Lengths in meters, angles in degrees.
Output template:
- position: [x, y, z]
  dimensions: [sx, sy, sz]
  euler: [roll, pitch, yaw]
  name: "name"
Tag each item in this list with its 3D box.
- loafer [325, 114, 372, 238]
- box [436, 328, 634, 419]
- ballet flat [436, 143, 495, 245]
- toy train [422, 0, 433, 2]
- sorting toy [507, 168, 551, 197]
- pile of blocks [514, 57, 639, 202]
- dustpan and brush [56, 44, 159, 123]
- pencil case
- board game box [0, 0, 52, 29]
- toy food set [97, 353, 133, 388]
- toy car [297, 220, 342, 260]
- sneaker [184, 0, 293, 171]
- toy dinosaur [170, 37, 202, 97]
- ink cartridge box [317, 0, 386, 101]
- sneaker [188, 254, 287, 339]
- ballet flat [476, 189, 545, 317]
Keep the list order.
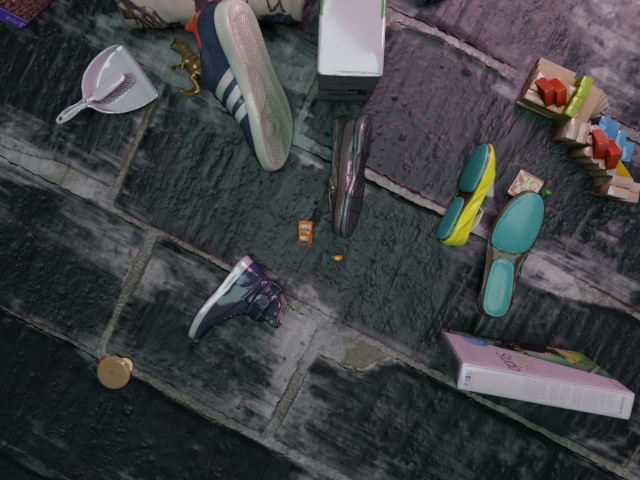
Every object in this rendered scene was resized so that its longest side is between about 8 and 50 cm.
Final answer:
- position: [0.051, -0.140, 1.115]
  dimensions: [0.084, 0.096, 0.268]
  euler: [10, 90, 22]
  name: "loafer"
- position: [0.419, 0.263, 1.054]
  dimensions: [0.321, 0.232, 0.059]
  euler: [11, 97, 2]
  name: "box"
- position: [0.328, -0.091, 1.109]
  dimensions: [0.077, 0.077, 0.231]
  euler: [20, 100, -20]
  name: "ballet flat"
- position: [0.277, -0.570, 1.055]
  dimensions: [0.184, 0.080, 0.105]
  euler: [-22, 103, 3]
  name: "toy train"
- position: [0.459, -0.109, 1.122]
  dimensions: [0.083, 0.012, 0.062]
  euler: [30, 92, 3]
  name: "sorting toy"
- position: [0.563, -0.229, 1.054]
  dimensions: [0.149, 0.112, 0.362]
  euler: [-40, 93, 7]
  name: "pile of blocks"
- position: [-0.486, -0.319, 1.130]
  dimensions: [0.211, 0.060, 0.147]
  euler: [-35, 93, 6]
  name: "dustpan and brush"
- position: [-0.214, -0.532, 1.043]
  dimensions: [0.410, 0.160, 0.184]
  euler: [0, 112, 4]
  name: "pencil case"
- position: [-0.609, -0.600, 1.023]
  dimensions: [0.291, 0.232, 0.141]
  euler: [-38, 93, 7]
  name: "board game box"
- position: [-0.489, 0.310, 1.217]
  dimensions: [0.082, 0.020, 0.083]
  euler: [18, 97, 2]
  name: "toy food set"
- position: [0.000, 0.000, 1.146]
  dimensions: [0.122, 0.040, 0.060]
  euler: [22, 97, 1]
  name: "toy car"
- position: [-0.170, -0.307, 1.068]
  dimensions: [0.148, 0.131, 0.350]
  euler: [3, 124, 31]
  name: "sneaker"
- position: [-0.254, -0.357, 1.112]
  dimensions: [0.211, 0.064, 0.112]
  euler: [37, 96, -1]
  name: "toy dinosaur"
- position: [0.054, -0.389, 0.985]
  dimensions: [0.117, 0.278, 0.201]
  euler: [2, 96, 0]
  name: "ink cartridge box"
- position: [-0.178, 0.170, 1.151]
  dimensions: [0.163, 0.086, 0.226]
  euler: [40, 96, 1]
  name: "sneaker"
- position: [0.391, 0.026, 1.098]
  dimensions: [0.095, 0.096, 0.281]
  euler: [19, 98, 5]
  name: "ballet flat"
